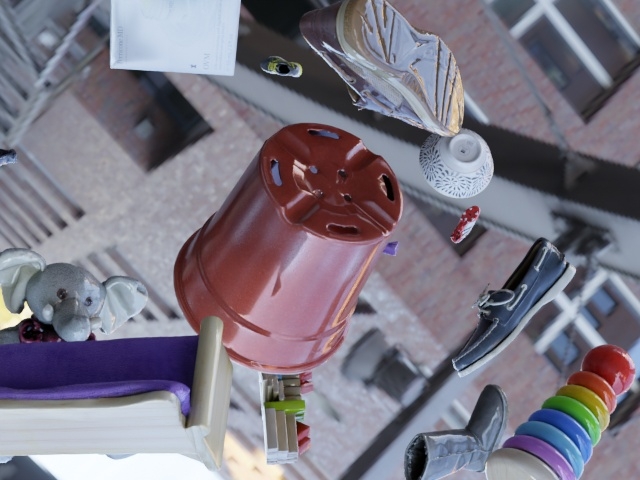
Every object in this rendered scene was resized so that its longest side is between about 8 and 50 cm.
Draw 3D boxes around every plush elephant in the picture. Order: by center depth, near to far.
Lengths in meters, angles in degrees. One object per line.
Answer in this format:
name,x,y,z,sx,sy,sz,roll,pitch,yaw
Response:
plush elephant,-0.400,0.154,1.690,0.330,0.272,0.255,58,-47,53

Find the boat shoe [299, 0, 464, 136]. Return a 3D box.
boat shoe,0.092,-0.239,1.548,0.123,0.342,0.123,0,-105,34

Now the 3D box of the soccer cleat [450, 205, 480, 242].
soccer cleat,0.277,-0.031,2.082,0.083,0.029,0.036,-59,157,16

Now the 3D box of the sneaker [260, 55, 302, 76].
sneaker,-0.074,-0.307,1.929,0.083,0.031,0.035,13,-168,29

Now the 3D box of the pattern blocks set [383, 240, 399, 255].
pattern blocks set,0.000,0.000,2.204,0.325,0.026,0.285,9,-158,28

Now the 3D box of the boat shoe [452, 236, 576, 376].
boat shoe,0.274,0.096,1.622,0.254,0.079,0.095,-43,-176,-16

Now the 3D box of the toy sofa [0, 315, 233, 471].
toy sofa,-0.293,0.170,1.292,0.363,0.177,0.150,-3,-129,10

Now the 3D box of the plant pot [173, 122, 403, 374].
plant pot,-0.031,-0.002,1.490,0.272,0.272,0.265,-53,177,-44

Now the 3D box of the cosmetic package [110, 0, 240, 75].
cosmetic package,-0.256,-0.424,1.930,0.138,0.225,0.224,-97,-168,-52

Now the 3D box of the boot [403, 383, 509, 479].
boot,0.250,0.359,2.035,0.076,0.209,0.189,10,-88,53

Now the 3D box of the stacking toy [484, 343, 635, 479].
stacking toy,0.409,0.295,1.778,0.330,0.141,0.141,-43,-170,-32

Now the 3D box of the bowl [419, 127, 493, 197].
bowl,0.308,-0.185,2.401,0.170,0.170,0.080,-46,173,-20

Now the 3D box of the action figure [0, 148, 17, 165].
action figure,-0.773,-0.225,2.118,0.341,0.330,0.178,-19,141,-41

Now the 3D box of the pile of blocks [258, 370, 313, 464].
pile of blocks,-0.067,0.301,2.255,0.113,0.149,0.362,-3,-141,-6
